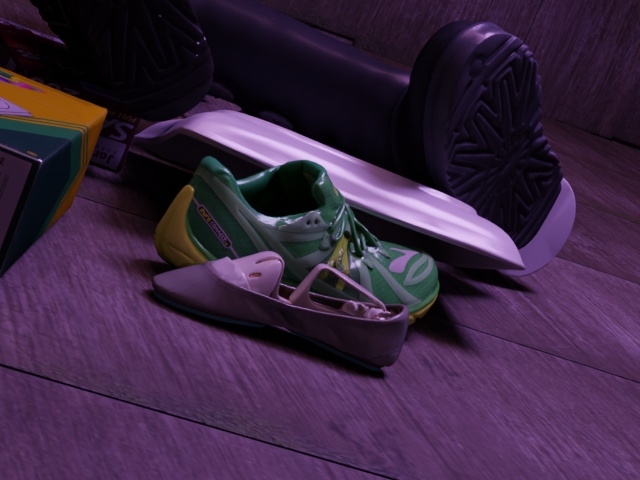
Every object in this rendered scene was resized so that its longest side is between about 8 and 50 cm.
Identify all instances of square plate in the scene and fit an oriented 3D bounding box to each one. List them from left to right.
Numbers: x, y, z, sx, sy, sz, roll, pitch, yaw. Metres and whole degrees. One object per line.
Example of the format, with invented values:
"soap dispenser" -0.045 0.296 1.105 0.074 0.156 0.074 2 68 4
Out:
"square plate" 0.001 -0.055 1.873 0.344 0.049 0.347 21 -3 -13

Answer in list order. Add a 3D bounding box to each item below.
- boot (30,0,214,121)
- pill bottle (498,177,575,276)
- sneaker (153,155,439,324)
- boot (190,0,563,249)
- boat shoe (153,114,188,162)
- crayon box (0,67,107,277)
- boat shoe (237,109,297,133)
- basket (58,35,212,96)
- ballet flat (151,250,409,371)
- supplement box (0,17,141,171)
"boot" -0.224 -0.296 1.843 0.131 0.348 0.260 -19 30 -12
"pill bottle" 0.158 -0.067 2.175 0.153 0.153 0.265 13 15 -40
"sneaker" 0.000 0.000 1.646 0.296 0.123 0.109 14 14 -40
"boot" 0.010 -0.179 1.955 0.445 0.146 0.367 31 -15 26
"boat shoe" -0.101 -0.098 2.061 0.170 0.059 0.063 18 12 -21
"crayon box" -0.370 -0.108 1.485 0.363 0.106 0.313 22 12 -2
"boat shoe" -0.050 -0.123 2.247 0.073 0.073 0.207 21 19 10
"basket" -0.223 -0.300 2.389 0.255 0.201 0.289 27 2 15
"ballet flat" -0.028 0.043 1.537 0.213 0.068 0.072 19 12 -16
"supplement box" -0.274 -0.153 1.955 0.130 0.073 0.239 18 13 -24
